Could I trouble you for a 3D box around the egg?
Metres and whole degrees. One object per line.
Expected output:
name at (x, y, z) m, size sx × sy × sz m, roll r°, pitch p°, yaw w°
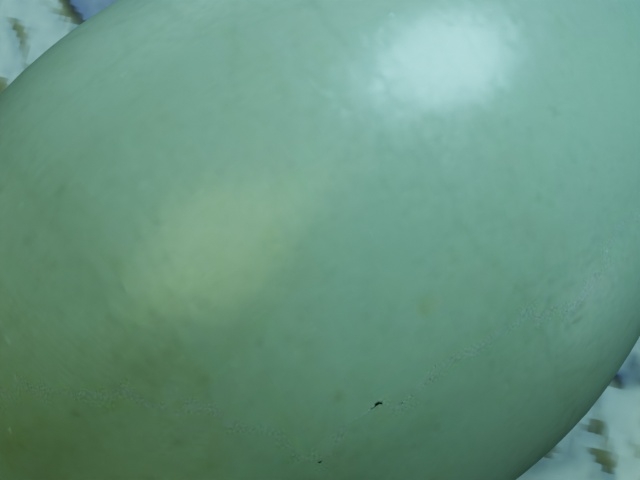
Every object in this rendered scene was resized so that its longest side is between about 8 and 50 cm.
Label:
egg at (0.000, 0.000, 0.399) m, size 0.209 × 0.151 × 0.151 m, roll -33°, pitch 72°, yaw -8°
